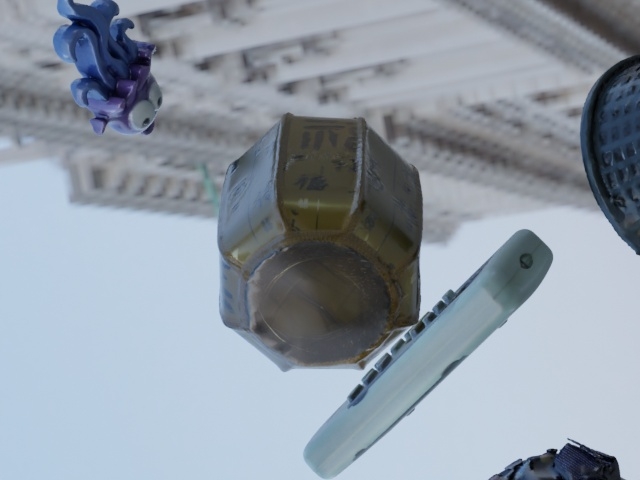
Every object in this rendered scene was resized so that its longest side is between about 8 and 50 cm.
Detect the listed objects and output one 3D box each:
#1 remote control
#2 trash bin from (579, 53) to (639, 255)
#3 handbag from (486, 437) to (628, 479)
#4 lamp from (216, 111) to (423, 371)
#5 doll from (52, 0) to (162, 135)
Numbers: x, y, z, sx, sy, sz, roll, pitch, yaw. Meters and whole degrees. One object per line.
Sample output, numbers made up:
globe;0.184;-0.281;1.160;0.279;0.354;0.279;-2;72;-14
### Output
remote control;0.095;0.108;1.647;0.056;0.296;0.140;45;-149;3
trash bin;0.302;-0.075;1.271;0.175;0.161;0.175;11;-111;-31
handbag;0.173;0.254;1.292;0.208;0.229;0.127;26;-156;-38
lamp;0.000;0.000;1.293;0.185;0.161;0.161;-87;-21;-58
doll;-0.206;-0.168;1.721;0.110;0.067;0.206;-60;-36;-23
